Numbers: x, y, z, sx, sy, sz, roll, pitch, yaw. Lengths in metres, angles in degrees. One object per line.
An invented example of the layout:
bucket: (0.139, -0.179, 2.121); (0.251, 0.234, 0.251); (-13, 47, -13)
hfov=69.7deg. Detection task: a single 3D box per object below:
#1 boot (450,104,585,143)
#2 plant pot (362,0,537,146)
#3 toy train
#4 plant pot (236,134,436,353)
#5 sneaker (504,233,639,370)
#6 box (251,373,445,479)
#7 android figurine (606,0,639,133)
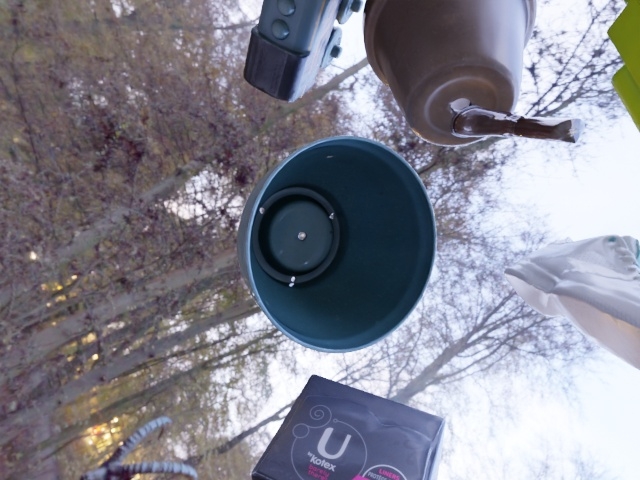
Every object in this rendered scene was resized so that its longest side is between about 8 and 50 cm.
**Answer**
boot: (0.221, -0.128, 0.517); (0.114, 0.106, 0.037); (35, -48, 53)
plant pot: (0.191, -0.271, 0.677); (0.263, 0.263, 0.229); (123, -23, -52)
toy train: (-0.017, -0.377, 0.713); (0.142, 0.190, 0.334); (30, -43, 2)
plant pot: (0.000, 0.000, 0.702); (0.196, 0.293, 0.293); (11, -66, 64)
sneaker: (0.246, 0.035, 0.388); (0.080, 0.094, 0.212); (50, 2, -15)
box: (0.037, 0.317, 0.526); (0.165, 0.143, 0.270); (11, -57, 22)
android figurine: (0.322, -0.165, 0.343); (0.248, 0.056, 0.273); (97, -19, -63)
